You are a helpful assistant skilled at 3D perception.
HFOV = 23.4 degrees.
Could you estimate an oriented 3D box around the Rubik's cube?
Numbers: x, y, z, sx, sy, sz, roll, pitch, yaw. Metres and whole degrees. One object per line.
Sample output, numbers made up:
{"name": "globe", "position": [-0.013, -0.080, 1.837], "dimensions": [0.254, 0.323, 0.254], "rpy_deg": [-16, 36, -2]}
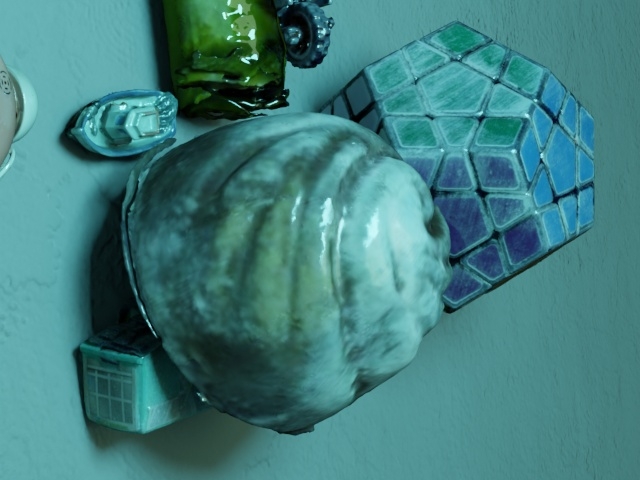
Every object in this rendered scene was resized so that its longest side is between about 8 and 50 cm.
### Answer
{"name": "Rubik's cube", "position": [0.143, -0.075, 1.671], "dimensions": [0.319, 0.264, 0.319], "rpy_deg": [7, 82, -55]}

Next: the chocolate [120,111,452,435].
{"name": "chocolate", "position": [0.000, 0.000, 1.373], "dimensions": [0.303, 0.213, 0.303], "rpy_deg": [31, 47, -39]}

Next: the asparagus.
{"name": "asparagus", "position": [-0.108, -0.303, 1.469], "dimensions": [0.128, 0.108, 0.382], "rpy_deg": [-16, 99, -47]}

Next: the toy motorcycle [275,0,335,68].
{"name": "toy motorcycle", "position": [-0.044, -0.269, 1.568], "dimensions": [0.080, 0.122, 0.215], "rpy_deg": [-8, 80, -37]}

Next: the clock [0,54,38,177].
{"name": "clock", "position": [-0.293, -0.102, 1.201], "dimensions": [0.162, 0.092, 0.166], "rpy_deg": [58, 43, -39]}

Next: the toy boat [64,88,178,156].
{"name": "toy boat", "position": [-0.171, -0.106, 1.397], "dimensions": [0.140, 0.066, 0.059], "rpy_deg": [-16, 104, -54]}

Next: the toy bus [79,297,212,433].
{"name": "toy bus", "position": [-0.113, 0.103, 1.449], "dimensions": [0.261, 0.091, 0.109], "rpy_deg": [-13, 109, -54]}
